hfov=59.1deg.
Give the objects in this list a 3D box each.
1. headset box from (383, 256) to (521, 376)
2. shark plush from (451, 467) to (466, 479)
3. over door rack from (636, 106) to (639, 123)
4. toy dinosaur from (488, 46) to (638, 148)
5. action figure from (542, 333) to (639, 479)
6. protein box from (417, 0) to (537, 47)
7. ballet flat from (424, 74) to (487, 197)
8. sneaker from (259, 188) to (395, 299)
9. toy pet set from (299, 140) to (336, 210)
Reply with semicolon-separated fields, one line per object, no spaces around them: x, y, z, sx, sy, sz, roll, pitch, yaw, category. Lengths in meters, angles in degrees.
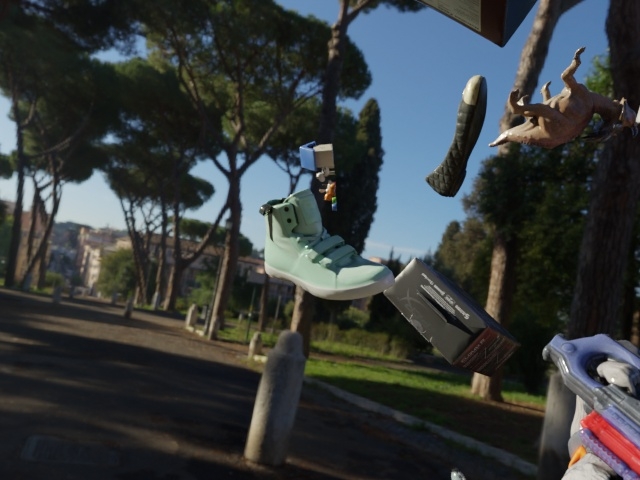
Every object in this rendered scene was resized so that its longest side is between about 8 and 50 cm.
0.282;0.168;1.214;0.218;0.110;0.293;47;11;36;headset box
0.186;0.340;0.645;0.073;0.067;0.161;26;14;-17;shark plush
0.436;-0.235;0.497;0.108;0.325;0.239;26;17;9;over door rack
0.509;-0.249;1.169;0.295;0.200;0.127;-31;-13;4;toy dinosaur
0.389;0.228;0.542;0.329;0.179;0.341;-14;34;-13;action figure
0.148;-0.305;0.440;0.136;0.200;0.201;36;3;16;protein box
0.163;-0.121;0.685;0.049;0.057;0.173;28;-41;19;ballet flat
-0.001;0.000;0.891;0.255;0.151;0.094;12;26;39;sneaker
-0.004;-0.131;1.123;0.065;0.114;0.122;-4;27;3;toy pet set
